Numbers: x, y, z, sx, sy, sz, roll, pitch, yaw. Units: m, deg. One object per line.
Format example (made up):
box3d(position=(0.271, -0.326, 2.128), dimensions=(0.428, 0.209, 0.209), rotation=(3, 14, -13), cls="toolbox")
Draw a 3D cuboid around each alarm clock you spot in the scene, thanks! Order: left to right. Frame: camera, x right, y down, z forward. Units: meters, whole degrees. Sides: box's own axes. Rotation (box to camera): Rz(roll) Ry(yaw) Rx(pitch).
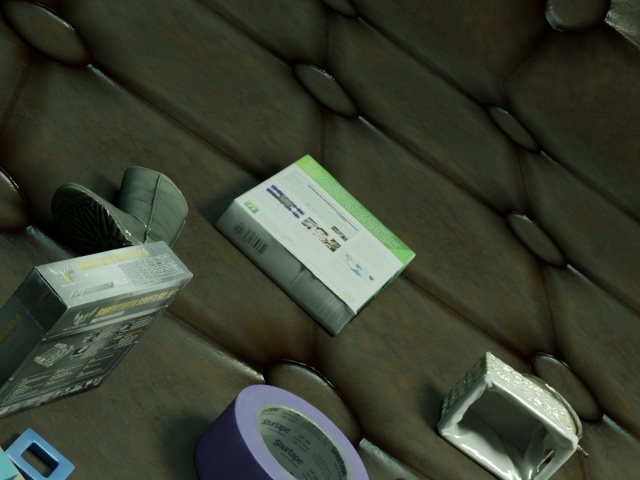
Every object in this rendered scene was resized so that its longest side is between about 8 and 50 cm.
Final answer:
box3d(position=(0.302, 0.252, 2.382), dimensions=(0.192, 0.064, 0.129), rotation=(31, 25, -29), cls="alarm clock")

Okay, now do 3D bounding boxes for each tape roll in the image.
box3d(position=(-0.042, 0.256, 1.818), dimensions=(0.189, 0.080, 0.189), rotation=(35, 24, -18), cls="tape roll")

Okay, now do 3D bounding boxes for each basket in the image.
box3d(position=(0.257, 0.250, 2.257), dimensions=(0.167, 0.113, 0.103), rotation=(37, 19, -10), cls="basket")

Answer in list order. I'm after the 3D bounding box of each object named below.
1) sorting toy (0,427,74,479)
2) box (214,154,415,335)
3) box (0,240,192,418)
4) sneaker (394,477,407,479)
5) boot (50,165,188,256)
box3d(position=(-0.303, 0.248, 1.465), dimensions=(0.196, 0.047, 0.348), rotation=(47, 24, 12), cls="sorting toy")
box3d(position=(0.000, 0.000, 2.372), dimensions=(0.232, 0.058, 0.322), rotation=(43, 24, 4), cls="box")
box3d(position=(-0.255, 0.092, 1.646), dimensions=(0.056, 0.183, 0.231), rotation=(47, 24, 14), cls="box")
box3d(position=(0.185, 0.326, 2.001), dimensions=(0.224, 0.083, 0.098), rotation=(11, 25, -22), cls="sneaker")
box3d(position=(-0.245, -0.043, 2.040), dimensions=(0.189, 0.076, 0.208), rotation=(48, 26, -23), cls="boot")
